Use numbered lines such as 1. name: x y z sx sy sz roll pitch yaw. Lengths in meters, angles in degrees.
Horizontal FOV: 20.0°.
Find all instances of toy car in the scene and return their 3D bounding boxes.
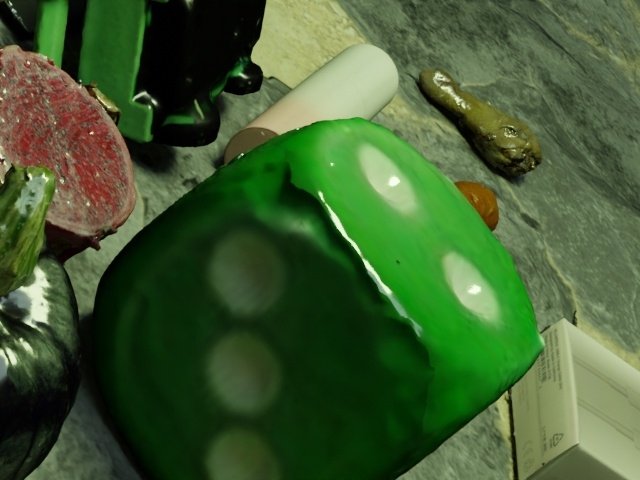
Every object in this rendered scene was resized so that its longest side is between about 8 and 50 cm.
1. toy car: -0.161 -0.233 1.874 0.176 0.213 0.358 14 26 11

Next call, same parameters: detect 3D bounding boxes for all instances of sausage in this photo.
1. sausage: 0.133 0.009 2.079 0.103 0.076 0.302 45 31 -5

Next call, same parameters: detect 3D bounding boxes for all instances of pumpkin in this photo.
1. pumpkin: -0.290 0.054 1.310 0.296 0.296 0.296 32 35 -25

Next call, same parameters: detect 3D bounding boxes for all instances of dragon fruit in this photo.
1. dragon fruit: -0.286 -0.057 1.583 0.211 0.147 0.282 57 30 -5

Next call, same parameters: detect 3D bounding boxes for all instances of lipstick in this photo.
1. lipstick: -0.005 -0.139 2.060 0.087 0.087 0.327 48 31 -1

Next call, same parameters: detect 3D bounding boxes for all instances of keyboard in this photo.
1. keyboard: -0.266 -0.260 1.934 0.072 0.023 0.231 56 31 5

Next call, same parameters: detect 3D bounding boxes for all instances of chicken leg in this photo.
1. chicken leg: 0.210 -0.160 2.377 0.198 0.069 0.085 40 30 -1

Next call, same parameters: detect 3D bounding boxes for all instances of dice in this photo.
1. dice: -0.002 0.080 1.620 0.300 0.297 0.287 53 29 8

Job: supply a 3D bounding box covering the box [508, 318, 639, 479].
1. box: 0.333 0.238 2.052 0.252 0.106 0.203 35 32 -23
